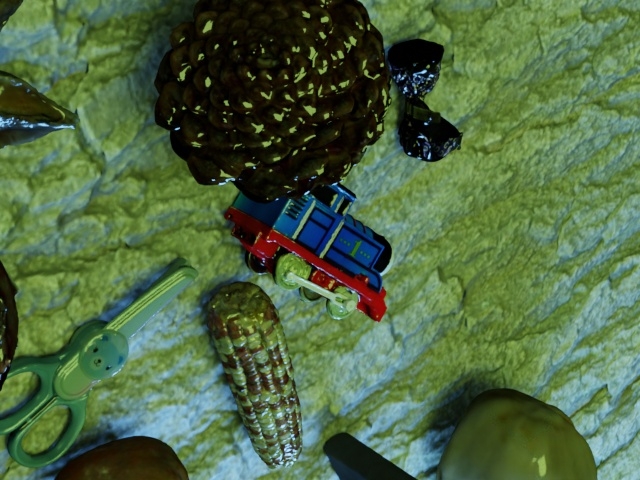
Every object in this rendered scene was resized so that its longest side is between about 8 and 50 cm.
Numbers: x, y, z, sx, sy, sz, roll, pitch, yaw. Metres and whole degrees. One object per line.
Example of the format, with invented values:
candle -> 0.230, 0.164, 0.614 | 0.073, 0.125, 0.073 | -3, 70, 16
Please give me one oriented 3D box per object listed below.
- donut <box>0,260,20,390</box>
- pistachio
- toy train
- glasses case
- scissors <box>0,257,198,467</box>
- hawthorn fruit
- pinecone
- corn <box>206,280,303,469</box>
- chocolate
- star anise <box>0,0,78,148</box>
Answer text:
donut -> -0.385, 0.088, 1.091 | 0.269, 0.103, 0.270 | -15, 118, -30
pistachio -> 0.249, 0.306, 1.640 | 0.197, 0.166, 0.288 | -20, 128, -2
toy train -> 0.000, 0.000, 1.362 | 0.204, 0.082, 0.131 | 33, 86, -42
glasses case -> 0.078, 0.284, 1.476 | 0.042, 0.190, 0.072 | -32, 122, -24
scissors -> -0.220, 0.111, 1.274 | 0.256, 0.030, 0.125 | -42, 131, -12
hawthorn fruit -> -0.207, 0.277, 1.281 | 0.189, 0.149, 0.149 | -20, 121, -35
pinecone -> -0.034, -0.138, 1.199 | 0.221, 0.221, 0.221 | -16, 118, -32
corn -> -0.065, 0.151, 1.387 | 0.079, 0.079, 0.237 | -29, 128, -25
chocolate -> 0.113, -0.143, 1.401 | 0.072, 0.070, 0.147 | -17, 123, 1
star anise -> -0.351, -0.125, 0.986 | 0.331, 0.117, 0.332 | 6, 79, -32
